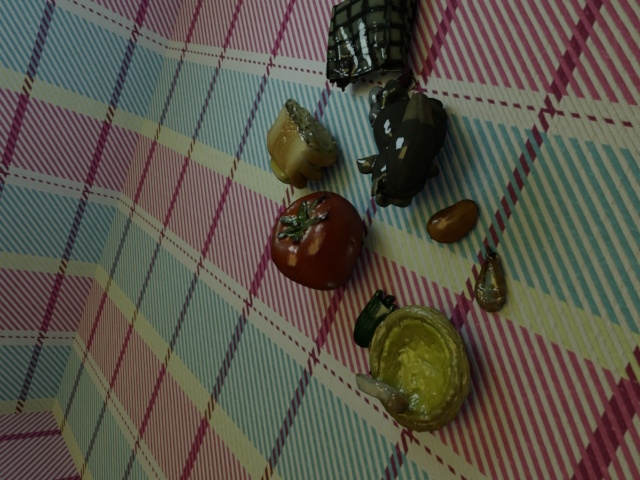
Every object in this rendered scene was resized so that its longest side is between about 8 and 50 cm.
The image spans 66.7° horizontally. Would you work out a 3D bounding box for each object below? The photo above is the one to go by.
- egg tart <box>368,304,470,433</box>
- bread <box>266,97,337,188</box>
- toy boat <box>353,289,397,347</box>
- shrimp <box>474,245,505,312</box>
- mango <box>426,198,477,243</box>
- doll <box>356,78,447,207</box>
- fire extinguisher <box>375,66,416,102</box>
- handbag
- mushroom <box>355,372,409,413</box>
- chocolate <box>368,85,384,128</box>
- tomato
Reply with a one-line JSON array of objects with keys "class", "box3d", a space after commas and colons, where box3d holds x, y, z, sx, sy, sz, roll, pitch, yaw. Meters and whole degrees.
[{"class": "egg tart", "box3d": [0.288, 0.358, 1.376, 0.345, 0.132, 0.346, -11, 74, 42]}, {"class": "bread", "box3d": [-0.071, -0.341, 1.841, 0.270, 0.211, 0.316, -56, 44, 32]}, {"class": "toy boat", "box3d": [0.169, 0.258, 1.572, 0.104, 0.052, 0.210, 44, 113, 38]}, {"class": "shrimp", "box3d": [0.462, 0.104, 1.329, 0.091, 0.043, 0.184, -4, 79, 47]}, {"class": "mango", "box3d": [0.383, -0.053, 1.413, 0.159, 0.084, 0.105, -40, 62, 31]}, {"class": "doll", "box3d": [0.280, -0.297, 1.421, 0.378, 0.252, 0.383, 167, 114, -73]}, {"class": "fire extinguisher", "box3d": [0.264, -0.515, 1.636, 0.157, 0.045, 0.078, -39, 69, -6]}, {"class": "handbag", "box3d": [0.170, -0.721, 1.709, 0.325, 0.162, 0.327, -4, 76, 46]}, {"class": "mushroom", "box3d": [0.162, 0.424, 1.369, 0.202, 0.054, 0.059, 16, 97, 52]}, {"class": "chocolate", "box3d": [0.201, -0.458, 1.689, 0.072, 0.072, 0.167, -15, 68, 41]}, {"class": "tomato", "box3d": [0.000, 0.000, 1.649, 0.341, 0.272, 0.342, -25, 50, 34]}]
